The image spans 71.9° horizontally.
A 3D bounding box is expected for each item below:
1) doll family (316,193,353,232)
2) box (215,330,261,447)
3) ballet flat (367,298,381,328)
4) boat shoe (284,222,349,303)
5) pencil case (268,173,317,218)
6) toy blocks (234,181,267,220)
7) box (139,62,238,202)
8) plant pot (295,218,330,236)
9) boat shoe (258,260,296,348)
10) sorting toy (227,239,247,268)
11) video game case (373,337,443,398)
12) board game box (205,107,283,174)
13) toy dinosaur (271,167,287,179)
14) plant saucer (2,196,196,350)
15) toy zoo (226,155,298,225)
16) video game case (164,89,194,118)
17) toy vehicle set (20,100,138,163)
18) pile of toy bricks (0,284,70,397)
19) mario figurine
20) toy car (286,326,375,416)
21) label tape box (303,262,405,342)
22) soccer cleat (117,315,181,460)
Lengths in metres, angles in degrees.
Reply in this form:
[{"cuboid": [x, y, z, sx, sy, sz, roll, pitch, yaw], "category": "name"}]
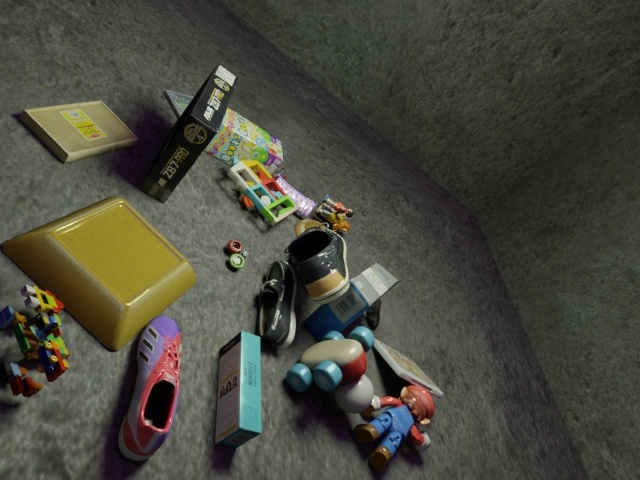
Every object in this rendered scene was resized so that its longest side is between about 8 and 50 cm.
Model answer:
[{"cuboid": [0.061, -0.096, 1.894, 0.163, 0.118, 0.263, 32, -1, -3], "category": "doll family"}, {"cuboid": [-0.193, 0.348, 1.048, 0.060, 0.100, 0.244, 29, 35, -32], "category": "box"}, {"cuboid": [0.207, 0.276, 1.724, 0.057, 0.049, 0.173, 4, 30, 10], "category": "ballet flat"}, {"cuboid": [-0.016, 0.032, 1.449, 0.156, 0.186, 0.500, 59, 6, -18], "category": "boat shoe"}, {"cuboid": [-0.115, -0.174, 1.784, 0.206, 0.088, 0.086, 35, 30, -19], "category": "pencil case"}, {"cuboid": [-0.238, -0.139, 1.616, 0.123, 0.054, 0.148, 5, 51, -51], "category": "toy blocks"}, {"cuboid": [-0.402, -0.347, 1.385, 0.097, 0.318, 0.395, 31, 34, -24], "category": "box"}, {"cuboid": [0.000, 0.000, 1.783, 0.236, 0.032, 0.236, 32, 33, -24], "category": "plant pot"}, {"cuboid": [-0.135, 0.171, 1.320, 0.091, 0.114, 0.303, 31, 32, -34], "category": "boat shoe"}, {"cuboid": [-0.264, 0.049, 1.382, 0.061, 0.042, 0.102, 6, 59, -29], "category": "sorting toy"}, {"cuboid": [0.299, 0.443, 1.545, 0.206, 0.026, 0.227, 34, 3, -23], "category": "video game case"}, {"cuboid": [-0.299, -0.373, 1.725, 0.275, 0.142, 0.144, 27, 35, -32], "category": "board game box"}, {"cuboid": [-0.179, -0.281, 1.880, 0.090, 0.047, 0.082, 48, 46, -19], "category": "toy dinosaur"}, {"cuboid": [-0.485, 0.040, 1.058, 0.333, 0.081, 0.333, 45, 29, -4], "category": "plant saucer"}, {"cuboid": [-0.221, -0.196, 1.618, 0.293, 0.030, 0.192, 49, 29, 0], "category": "toy zoo"}, {"cuboid": [-0.501, -0.510, 1.750, 0.190, 0.022, 0.173, -5, 58, -54], "category": "video game case"}, {"cuboid": [-0.682, -0.320, 1.273, 0.166, 0.035, 0.267, 47, 30, -2], "category": "toy vehicle set"}, {"cuboid": [-0.518, 0.196, 0.829, 0.212, 0.118, 0.105, 46, -3, 31], "category": "pile of toy bricks"}, {"cuboid": [0.229, 0.566, 1.359, 0.320, 0.170, 0.198, -15, 102, -46], "category": "mario figurine"}, {"cuboid": [0.064, 0.407, 1.253, 0.219, 0.210, 0.238, -32, 100, -49], "category": "toy car"}, {"cuboid": [0.121, 0.195, 1.499, 0.106, 0.240, 0.333, 51, 29, 9], "category": "label tape box"}, {"cuboid": [-0.333, 0.281, 0.926, 0.108, 0.116, 0.318, 29, 34, -29], "category": "soccer cleat"}]
